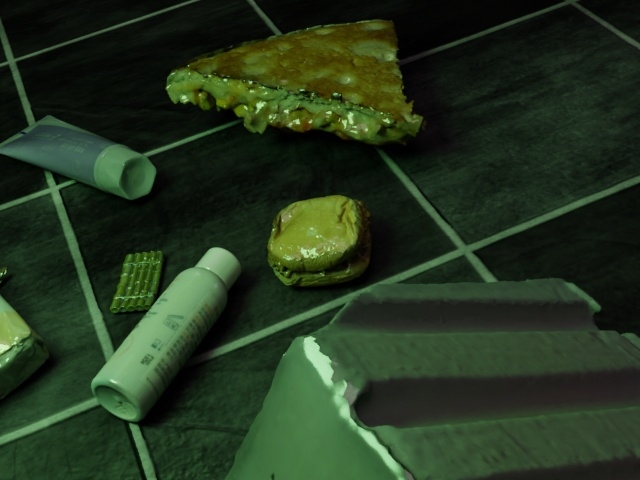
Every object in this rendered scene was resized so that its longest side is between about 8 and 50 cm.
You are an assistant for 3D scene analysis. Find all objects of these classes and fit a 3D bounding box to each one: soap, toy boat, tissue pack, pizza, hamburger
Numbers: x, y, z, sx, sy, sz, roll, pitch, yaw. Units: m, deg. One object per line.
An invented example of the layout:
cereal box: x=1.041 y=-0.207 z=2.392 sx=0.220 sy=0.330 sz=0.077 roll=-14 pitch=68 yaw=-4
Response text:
soap: x=0.154 y=0.212 z=0.809 sx=0.435 sy=0.213 sz=0.350 roll=3 pitch=35 yaw=-41
toy boat: x=-0.261 y=0.059 z=1.383 sx=0.063 sy=0.016 sz=0.115 roll=-6 pitch=41 yaw=8
tissue pack: x=-0.495 y=0.135 z=1.283 sx=0.186 sy=0.090 sz=0.222 roll=-37 pitch=53 yaw=-23
pizza: x=0.009 y=-0.231 z=1.573 sx=0.440 sy=0.130 sz=0.406 roll=-20 pitch=40 yaw=-25
hamburger: x=0.000 y=0.000 z=1.340 sx=0.147 sy=0.083 sz=0.138 roll=-7 pitch=44 yaw=8

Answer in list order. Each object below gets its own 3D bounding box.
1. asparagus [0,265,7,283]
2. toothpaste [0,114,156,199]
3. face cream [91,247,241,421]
asparagus: x=-0.534 y=0.116 z=1.382 sx=0.233 sy=0.022 sz=0.023 roll=-49 pitch=8 yaw=-33
toothpaste: x=-0.416 y=-0.151 z=1.624 sx=0.371 sy=0.080 sz=0.125 roll=21 pitch=51 yaw=39
face cream: x=-0.190 y=0.112 z=1.258 sx=0.082 sy=0.082 sz=0.269 roll=11 pitch=45 yaw=25
